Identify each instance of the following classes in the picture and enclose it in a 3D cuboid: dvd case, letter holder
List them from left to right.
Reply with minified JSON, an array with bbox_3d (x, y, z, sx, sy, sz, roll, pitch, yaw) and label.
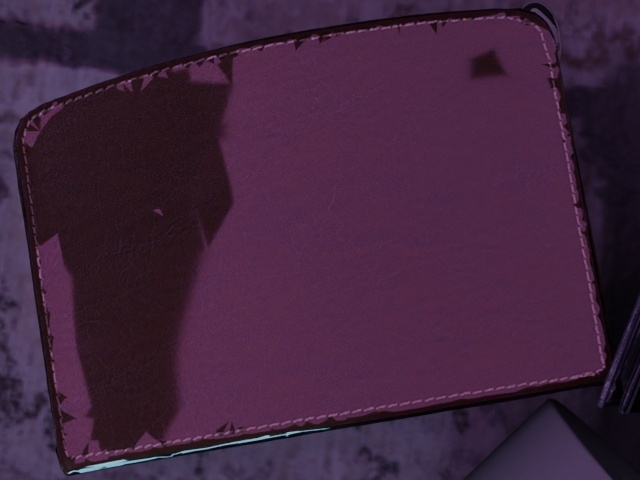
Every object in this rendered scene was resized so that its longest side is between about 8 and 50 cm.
[{"bbox_3d":[0.000,0.000,0.995,0.301,0.152,0.214,-11,85,8],"label":"letter holder"},{"bbox_3d":[0.195,0.013,0.925,0.018,0.221,0.165,22,92,17],"label":"dvd case"}]

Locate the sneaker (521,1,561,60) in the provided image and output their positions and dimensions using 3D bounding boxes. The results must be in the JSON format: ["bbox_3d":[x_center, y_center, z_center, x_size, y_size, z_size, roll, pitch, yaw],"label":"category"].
[{"bbox_3d":[0.124,-0.101,1.033,0.032,0.037,0.083,7,88,11],"label":"sneaker"}]

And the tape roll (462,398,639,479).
[{"bbox_3d":[0.144,0.227,0.915,0.169,0.246,0.246,-44,82,5],"label":"tape roll"}]
